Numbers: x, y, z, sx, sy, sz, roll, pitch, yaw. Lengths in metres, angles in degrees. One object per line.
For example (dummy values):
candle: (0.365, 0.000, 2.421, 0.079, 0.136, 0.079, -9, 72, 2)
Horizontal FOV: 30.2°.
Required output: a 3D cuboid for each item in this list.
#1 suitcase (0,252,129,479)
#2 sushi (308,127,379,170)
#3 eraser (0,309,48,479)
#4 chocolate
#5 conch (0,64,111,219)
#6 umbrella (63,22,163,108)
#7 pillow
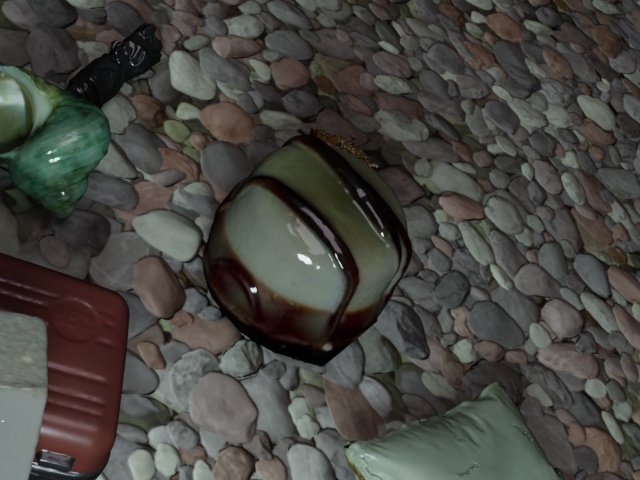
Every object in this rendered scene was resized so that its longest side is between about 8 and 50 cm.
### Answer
suitcase: (-0.355, 0.131, 1.229, 0.297, 0.161, 0.236, 18, 46, -20)
sushi: (0.033, -0.132, 1.811, 0.118, 0.060, 0.062, 21, 39, -20)
eraser: (-0.337, 0.238, 1.085, 0.111, 0.353, 0.077, 11, 8, -27)
chocolate: (0.000, 0.000, 1.552, 0.283, 0.186, 0.284, 18, 54, -26)
conch: (-0.353, -0.126, 1.494, 0.175, 0.122, 0.188, -18, 61, -20)
umbrella: (-0.301, -0.230, 1.670, 0.236, 0.059, 0.066, -52, 132, -45)
pillow: (0.206, 0.340, 1.463, 0.310, 0.119, 0.312, -13, 62, -45)
